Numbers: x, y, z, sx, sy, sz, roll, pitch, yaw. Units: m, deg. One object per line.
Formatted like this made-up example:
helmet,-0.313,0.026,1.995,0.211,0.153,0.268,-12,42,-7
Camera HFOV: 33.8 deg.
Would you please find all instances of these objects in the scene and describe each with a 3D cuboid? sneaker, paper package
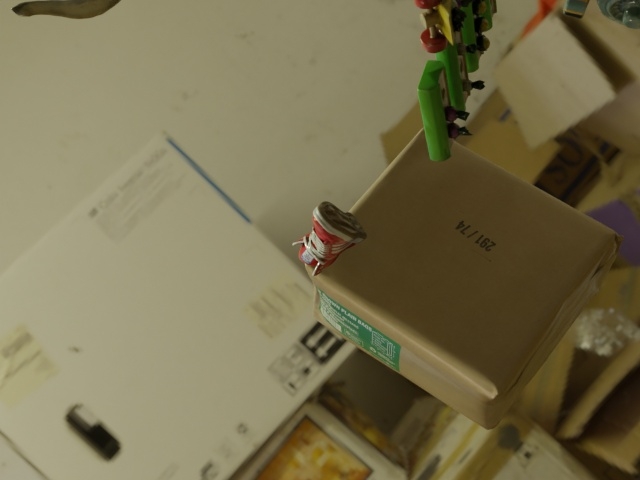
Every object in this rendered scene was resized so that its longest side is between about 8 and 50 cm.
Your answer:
sneaker,0.000,0.000,0.996,0.067,0.042,0.118,-35,-15,11
paper package,0.192,0.051,1.471,0.309,0.324,0.168,-48,-23,-23

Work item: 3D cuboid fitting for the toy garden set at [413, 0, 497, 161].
toy garden set,0.155,-0.238,1.097,0.204,0.049,0.244,71,-147,-51

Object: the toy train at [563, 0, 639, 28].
toy train,0.248,-0.298,0.908,0.334,0.190,0.142,71,-144,-77

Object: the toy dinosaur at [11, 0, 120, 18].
toy dinosaur,-0.100,-0.210,0.722,0.064,0.118,0.268,98,-174,-46
